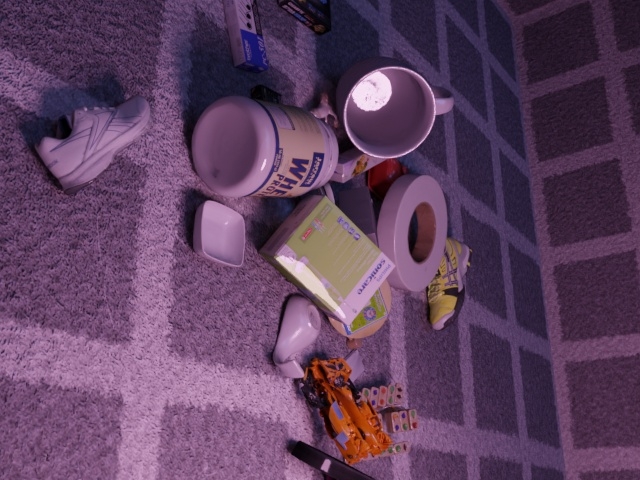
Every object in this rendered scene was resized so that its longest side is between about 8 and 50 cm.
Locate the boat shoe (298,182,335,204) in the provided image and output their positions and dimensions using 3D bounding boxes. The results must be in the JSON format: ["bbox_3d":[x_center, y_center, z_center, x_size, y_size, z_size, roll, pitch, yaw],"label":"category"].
[{"bbox_3d":[0.000,0.000,1.966,0.099,0.116,0.319,-9,94,-12],"label":"boat shoe"}]

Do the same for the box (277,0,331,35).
[{"bbox_3d":[-0.051,-0.771,2.205,0.220,0.051,0.175,20,61,-50],"label":"box"}]

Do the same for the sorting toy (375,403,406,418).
[{"bbox_3d":[0.213,0.498,2.068,0.083,0.075,0.044,47,43,-36],"label":"sorting toy"}]

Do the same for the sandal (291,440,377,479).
[{"bbox_3d":[0.079,0.636,1.782,0.446,0.168,0.107,38,73,-32],"label":"sandal"}]

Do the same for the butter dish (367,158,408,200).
[{"bbox_3d":[0.240,-0.218,2.350,0.160,0.118,0.159,35,49,-43],"label":"butter dish"}]

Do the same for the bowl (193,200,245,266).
[{"bbox_3d":[-0.242,-0.012,1.630,0.142,0.053,0.142,26,58,-49],"label":"bowl"}]

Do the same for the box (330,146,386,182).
[{"bbox_3d":[0.134,-0.262,2.207,0.324,0.067,0.063,-33,133,-48],"label":"box"}]

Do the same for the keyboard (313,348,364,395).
[{"bbox_3d":[0.055,0.385,1.944,0.256,0.014,0.072,-33,110,-55],"label":"keyboard"}]

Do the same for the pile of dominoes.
[{"bbox_3d":[0.164,0.503,1.953,0.251,0.040,0.195,1,76,-35],"label":"pile of dominoes"}]

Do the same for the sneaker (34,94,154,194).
[{"bbox_3d":[-0.436,-0.219,1.388,0.129,0.111,0.297,52,39,-21],"label":"sneaker"}]

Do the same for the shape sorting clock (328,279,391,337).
[{"bbox_3d":[0.106,0.168,1.944,0.206,0.040,0.206,-2,96,-22],"label":"shape sorting clock"}]

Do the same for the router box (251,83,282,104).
[{"bbox_3d":[-0.143,-0.354,1.920,0.092,0.038,0.122,15,66,-52],"label":"router box"}]

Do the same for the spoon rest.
[{"bbox_3d":[-0.062,0.244,1.785,0.137,0.084,0.276,61,23,-22],"label":"spoon rest"}]

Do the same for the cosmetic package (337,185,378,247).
[{"bbox_3d":[0.111,-0.038,2.025,0.238,0.107,0.127,-96,172,-54],"label":"cosmetic package"}]

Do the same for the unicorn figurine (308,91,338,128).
[{"bbox_3d":[0.006,-0.385,2.129,0.162,0.060,0.111,-44,118,-56],"label":"unicorn figurine"}]

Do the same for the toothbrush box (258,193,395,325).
[{"bbox_3d":[0.018,0.048,1.804,0.283,0.122,0.206,43,78,-22],"label":"toothbrush box"}]

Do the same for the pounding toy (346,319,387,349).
[{"bbox_3d":[0.116,0.206,2.025,0.181,0.094,0.205,16,64,-52],"label":"pounding toy"}]

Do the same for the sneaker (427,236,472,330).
[{"bbox_3d":[0.426,0.148,2.493,0.147,0.145,0.384,30,49,-15],"label":"sneaker"}]

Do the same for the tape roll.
[{"bbox_3d":[0.308,-0.025,2.317,0.392,0.072,0.391,-15,108,-54],"label":"tape roll"}]

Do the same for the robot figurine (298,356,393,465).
[{"bbox_3d":[0.059,0.416,1.792,0.211,0.085,0.291,5,49,-54],"label":"robot figurine"}]

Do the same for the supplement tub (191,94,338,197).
[{"bbox_3d":[-0.125,-0.221,1.716,0.325,0.236,0.235,-5,81,-56],"label":"supplement tub"}]

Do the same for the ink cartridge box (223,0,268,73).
[{"bbox_3d":[-0.204,-0.566,1.910,0.097,0.046,0.206,-1,78,-55],"label":"ink cartridge box"}]

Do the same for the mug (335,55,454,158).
[{"bbox_3d":[0.228,-0.435,2.180,0.328,0.375,0.276,-107,-165,-65],"label":"mug"}]
